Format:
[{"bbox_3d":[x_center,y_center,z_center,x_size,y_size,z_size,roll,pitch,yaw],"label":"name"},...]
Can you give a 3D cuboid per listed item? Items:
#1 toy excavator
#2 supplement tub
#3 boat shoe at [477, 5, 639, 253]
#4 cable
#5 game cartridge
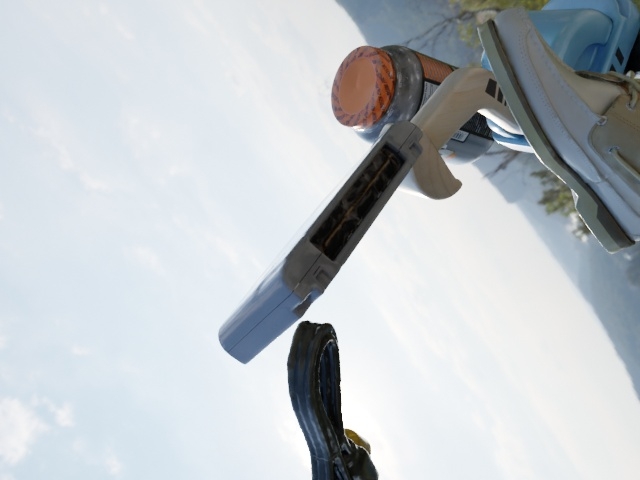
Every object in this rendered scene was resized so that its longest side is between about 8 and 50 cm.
[{"bbox_3d":[0.321,-0.240,1.044,0.445,0.432,0.222,16,-175,-36],"label":"toy excavator"},{"bbox_3d":[0.188,-0.265,1.273,0.316,0.193,0.193,8,-136,-36],"label":"supplement tub"},{"bbox_3d":[0.252,-0.107,0.592,0.302,0.103,0.113,39,-143,-35],"label":"boat shoe"},{"bbox_3d":[-0.005,0.193,0.586,0.139,0.072,0.287,-60,-36,-35],"label":"cable"},{"bbox_3d":[0.000,0.000,0.733,0.062,0.198,0.297,43,-131,-7],"label":"game cartridge"}]
